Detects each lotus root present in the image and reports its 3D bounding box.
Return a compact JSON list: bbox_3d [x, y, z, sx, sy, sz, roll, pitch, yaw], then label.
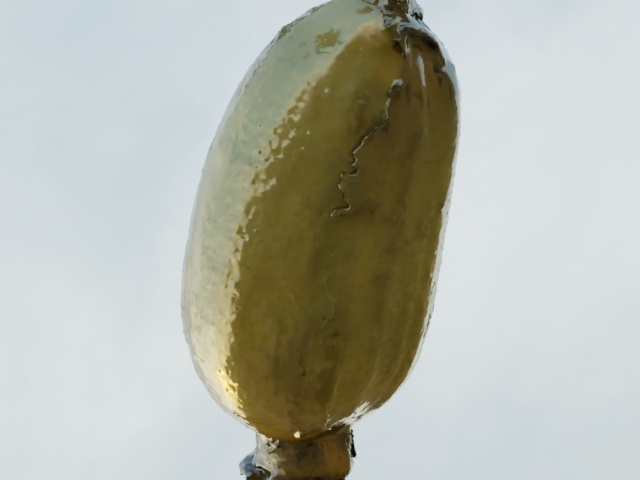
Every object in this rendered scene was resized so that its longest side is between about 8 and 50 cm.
[{"bbox_3d":[-0.003,0.000,0.765,0.146,0.131,0.303,-9,-63,-45],"label":"lotus root"}]
